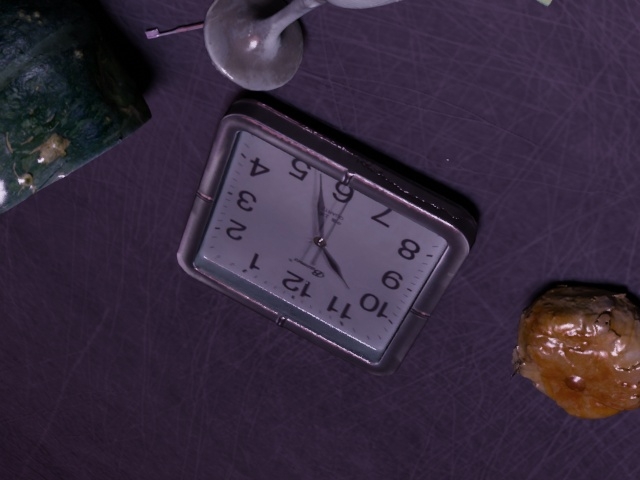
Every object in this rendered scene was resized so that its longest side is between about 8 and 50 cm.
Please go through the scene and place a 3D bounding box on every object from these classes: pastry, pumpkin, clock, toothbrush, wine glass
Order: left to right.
[{"bbox_3d":[-0.325,-0.135,1.249,0.293,0.263,0.197,-11,115,53],"label":"pumpkin"},{"bbox_3d":[-0.129,-0.202,1.252,0.097,0.006,0.008,-4,126,33],"label":"toothbrush"},{"bbox_3d":[0.000,0.000,1.352,0.273,0.049,0.279,29,140,3],"label":"clock"},{"bbox_3d":[0.084,-0.179,1.067,0.264,0.096,0.309,19,162,-24],"label":"wine glass"},{"bbox_3d":[0.262,0.109,1.288,0.153,0.081,0.153,11,128,14],"label":"pastry"}]

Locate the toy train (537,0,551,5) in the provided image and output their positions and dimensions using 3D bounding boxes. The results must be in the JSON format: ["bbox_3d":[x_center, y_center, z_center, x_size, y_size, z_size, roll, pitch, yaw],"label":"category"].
[{"bbox_3d":[0.154,-0.238,1.017,0.122,0.050,0.081,30,150,1],"label":"toy train"}]
